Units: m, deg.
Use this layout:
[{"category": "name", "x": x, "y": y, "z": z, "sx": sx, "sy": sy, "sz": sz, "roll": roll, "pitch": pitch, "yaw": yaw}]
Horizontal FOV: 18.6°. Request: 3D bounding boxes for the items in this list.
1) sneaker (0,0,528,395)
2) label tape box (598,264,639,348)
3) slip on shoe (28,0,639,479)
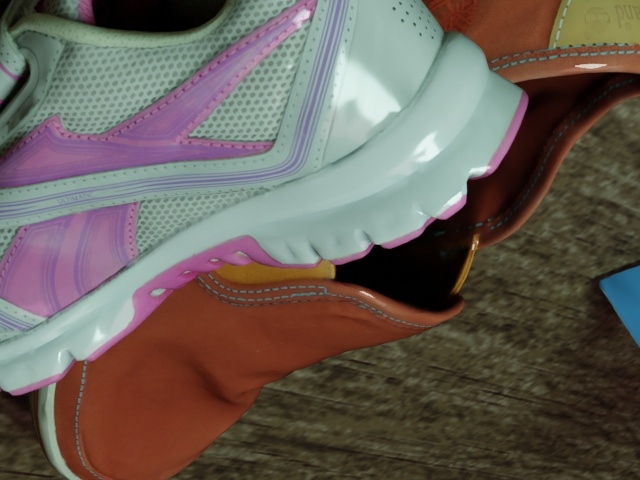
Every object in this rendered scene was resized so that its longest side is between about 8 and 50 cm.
[{"category": "sneaker", "x": -0.068, "y": -0.034, "z": 0.611, "sx": 0.252, "sy": 0.111, "sz": 0.103, "roll": -23, "pitch": -161, "yaw": 21}, {"category": "label tape box", "x": 0.340, "y": 0.032, "z": 0.918, "sx": 0.334, "sy": 0.240, "sz": 0.106, "roll": -19, "pitch": 150, "yaw": -18}, {"category": "slip on shoe", "x": 0.000, "y": 0.000, "z": 0.712, "sx": 0.123, "sy": 0.101, "sz": 0.331, "roll": 3, "pitch": 140, "yaw": -47}]
